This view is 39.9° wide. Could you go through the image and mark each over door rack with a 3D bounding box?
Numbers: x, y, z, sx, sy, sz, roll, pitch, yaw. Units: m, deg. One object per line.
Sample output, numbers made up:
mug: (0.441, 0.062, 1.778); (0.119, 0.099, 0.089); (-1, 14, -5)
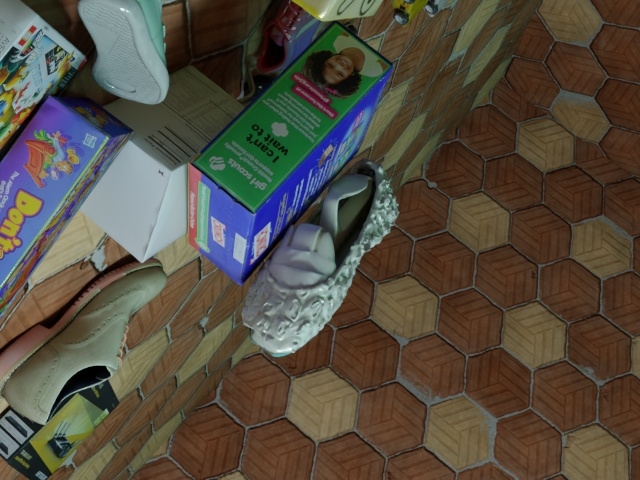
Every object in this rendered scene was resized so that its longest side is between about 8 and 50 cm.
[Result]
over door rack: (-0.101, -0.206, 1.525); (0.324, 0.108, 0.239); (-16, 154, -36)

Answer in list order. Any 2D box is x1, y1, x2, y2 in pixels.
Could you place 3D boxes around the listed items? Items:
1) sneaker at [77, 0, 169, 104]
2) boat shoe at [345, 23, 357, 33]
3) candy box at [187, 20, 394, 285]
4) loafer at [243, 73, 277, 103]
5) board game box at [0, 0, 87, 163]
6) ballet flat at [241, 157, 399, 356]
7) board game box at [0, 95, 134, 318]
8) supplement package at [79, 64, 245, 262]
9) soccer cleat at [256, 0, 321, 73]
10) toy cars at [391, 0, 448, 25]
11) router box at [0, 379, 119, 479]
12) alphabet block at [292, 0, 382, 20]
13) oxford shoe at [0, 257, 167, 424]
sneaker: (-0.205, -0.263, 1.011); (0.256, 0.094, 0.151); (110, -6, -71)
boat shoe: (0.033, -0.387, 1.766); (0.133, 0.042, 0.049); (-46, 166, -29)
candy box: (-0.052, -0.121, 1.289); (0.317, 0.122, 0.268); (-50, 173, -24)
loafer: (-0.084, -0.266, 1.634); (0.080, 0.078, 0.220); (-21, 165, 16)
board game box: (-0.326, -0.137, 0.858); (0.193, 0.053, 0.305); (-51, -171, 0)
ballet flat: (0.000, 0.000, 1.361); (0.409, 0.147, 0.147); (-53, 173, -45)
board game box: (-0.369, -0.012, 1.059); (0.347, 0.078, 0.233); (-53, -171, 5)
supplement package: (-0.229, -0.116, 1.302); (0.203, 0.149, 0.194); (-40, 163, -46)
soccer cleat: (-0.040, -0.370, 1.436); (0.095, 0.083, 0.248); (-38, 166, -35)
toy cars: (0.221, -0.554, 1.880); (0.176, 0.087, 0.394); (-52, 173, 30)
router box: (-0.537, 0.362, 1.794); (0.243, 0.081, 0.309); (-47, 168, -21)
alphabet block: (0.015, -0.427, 1.166); (0.197, 0.193, 0.192); (-57, 166, 27)
oxford shoe: (-0.399, 0.179, 1.580); (0.397, 0.147, 0.140); (-43, 166, -37)
